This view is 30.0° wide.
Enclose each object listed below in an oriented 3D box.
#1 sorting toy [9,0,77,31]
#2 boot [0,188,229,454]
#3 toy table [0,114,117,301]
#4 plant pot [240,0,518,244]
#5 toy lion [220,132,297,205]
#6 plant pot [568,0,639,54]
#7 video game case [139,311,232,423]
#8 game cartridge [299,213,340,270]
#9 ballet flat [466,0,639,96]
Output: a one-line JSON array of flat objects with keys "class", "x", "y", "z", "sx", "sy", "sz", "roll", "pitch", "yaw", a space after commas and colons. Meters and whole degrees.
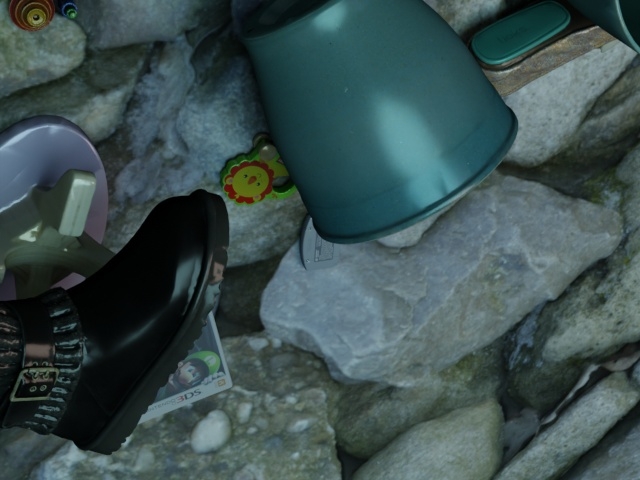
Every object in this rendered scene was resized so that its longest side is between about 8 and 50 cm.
[{"class": "sorting toy", "x": -0.286, "y": -0.261, "z": 1.277, "sx": 0.061, "sy": 0.042, "sz": 0.102, "roll": 35, "pitch": 100, "yaw": -36}, {"class": "boot", "x": -0.269, "y": 0.071, "z": 1.230, "sx": 0.260, "sy": 0.131, "sz": 0.348, "roll": 21, "pitch": 107, "yaw": -33}, {"class": "toy table", "x": -0.316, "y": 0.013, "z": 1.356, "sx": 0.252, "sy": 0.161, "sz": 0.274, "roll": -4, "pitch": 119, "yaw": -24}, {"class": "plant pot", "x": 0.047, "y": -0.178, "z": 1.365, "sx": 0.271, "sy": 0.271, "sz": 0.255, "roll": -34, "pitch": 112, "yaw": -3}, {"class": "toy lion", "x": -0.072, "y": -0.080, "z": 1.497, "sx": 0.100, "sy": 0.034, "sz": 0.096, "roll": 25, "pitch": 113, "yaw": -35}, {"class": "plant pot", "x": 0.378, "y": -0.369, "z": 1.359, "sx": 0.293, "sy": 0.235, "sz": 0.293, "roll": -14, "pitch": 122, "yaw": -23}, {"class": "video game case", "x": -0.216, "y": 0.151, "z": 1.572, "sx": 0.173, "sy": 0.022, "sz": 0.190, "roll": -21, "pitch": 125, "yaw": -13}, {"class": "game cartridge", "x": 0.000, "y": 0.000, "z": 1.587, "sx": 0.056, "sy": 0.017, "sz": 0.083, "roll": -10, "pitch": 122, "yaw": -24}, {"class": "ballet flat", "x": 0.327, "y": -0.277, "z": 1.536, "sx": 0.316, "sy": 0.107, "sz": 0.106, "roll": -24, "pitch": 146, "yaw": -4}]
